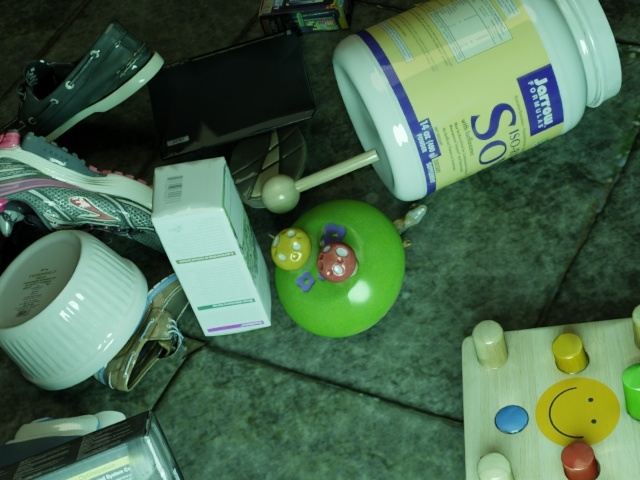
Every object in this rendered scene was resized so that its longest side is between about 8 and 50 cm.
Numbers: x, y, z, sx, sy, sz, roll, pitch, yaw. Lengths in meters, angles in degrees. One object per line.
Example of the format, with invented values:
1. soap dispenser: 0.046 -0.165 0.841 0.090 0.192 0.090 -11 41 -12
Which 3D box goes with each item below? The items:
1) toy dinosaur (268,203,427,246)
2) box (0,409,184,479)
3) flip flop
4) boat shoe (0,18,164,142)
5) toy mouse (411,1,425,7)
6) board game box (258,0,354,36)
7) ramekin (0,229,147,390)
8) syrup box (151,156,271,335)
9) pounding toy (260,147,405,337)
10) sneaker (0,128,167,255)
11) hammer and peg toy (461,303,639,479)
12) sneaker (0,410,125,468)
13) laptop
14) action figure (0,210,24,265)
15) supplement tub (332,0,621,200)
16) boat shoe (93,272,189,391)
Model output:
1. toy dinosaur: 0.049 0.011 1.887 0.211 0.064 0.112 -16 27 -8
2. box: -0.295 0.395 1.468 0.395 0.318 0.097 -22 14 1
3. flip flop: -0.073 -0.123 2.029 0.112 0.080 0.277 -17 31 2
4. boat shoe: -0.388 -0.226 2.107 0.340 0.113 0.127 -22 27 37
5. toy mouse: 0.205 -0.366 2.180 0.143 0.031 0.161 -14 47 6
6. board game box: -0.015 -0.404 2.273 0.141 0.048 0.170 -4 49 17
7. ramekin: -0.338 0.082 1.857 0.207 0.109 0.207 -26 38 22
8. syrup box: -0.135 0.012 1.810 0.096 0.237 0.093 -9 47 8
9. pounding toy: 0.000 0.000 1.804 0.183 0.110 0.237 -19 69 21
10. sneaker: -0.319 -0.039 1.941 0.299 0.121 0.112 22 68 -12
11. hammer and peg toy: 0.278 0.239 1.553 0.266 0.127 0.361 -7 48 12
12. sneaker: -0.261 0.302 1.664 0.322 0.130 0.236 7 56 30
13. laptop: -0.128 -0.222 2.119 0.234 0.137 0.264 -15 6 3
14. action figure: -0.553 -0.011 2.013 0.330 0.178 0.341 -16 45 16
15. supplement tub: 0.208 -0.219 1.906 0.331 0.241 0.241 -24 47 -4
16. boat shoe: -0.216 0.125 1.861 0.066 0.066 0.183 29 73 30
